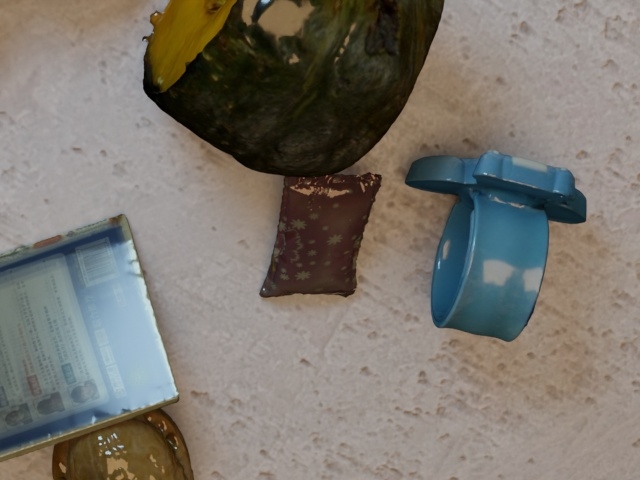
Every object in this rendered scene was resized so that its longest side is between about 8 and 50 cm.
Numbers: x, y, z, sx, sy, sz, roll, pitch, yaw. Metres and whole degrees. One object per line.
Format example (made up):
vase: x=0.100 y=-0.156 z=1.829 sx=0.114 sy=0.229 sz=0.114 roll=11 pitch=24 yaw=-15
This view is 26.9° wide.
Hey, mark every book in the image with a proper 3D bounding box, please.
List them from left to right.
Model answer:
book: x=-0.336 y=0.121 z=1.470 sx=0.322 sy=0.018 sz=0.228 roll=-18 pitch=72 yaw=-2

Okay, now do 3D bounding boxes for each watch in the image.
watch: x=0.190 y=0.010 z=1.490 sx=0.211 sy=0.211 sz=0.193 roll=13 pitch=85 yaw=-12

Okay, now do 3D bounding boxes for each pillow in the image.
pillow: x=0.000 y=0.000 z=1.511 sx=0.118 sy=0.043 sz=0.185 roll=1 pitch=130 yaw=-13

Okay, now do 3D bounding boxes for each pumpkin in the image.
pumpkin: x=-0.037 y=-0.204 z=1.361 sx=0.225 sy=0.303 sz=0.256 roll=22 pitch=76 yaw=-20

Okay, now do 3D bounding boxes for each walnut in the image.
walnut: x=-0.224 y=0.256 z=1.512 sx=0.155 sy=0.155 sz=0.184 roll=-17 pitch=104 yaw=-4
